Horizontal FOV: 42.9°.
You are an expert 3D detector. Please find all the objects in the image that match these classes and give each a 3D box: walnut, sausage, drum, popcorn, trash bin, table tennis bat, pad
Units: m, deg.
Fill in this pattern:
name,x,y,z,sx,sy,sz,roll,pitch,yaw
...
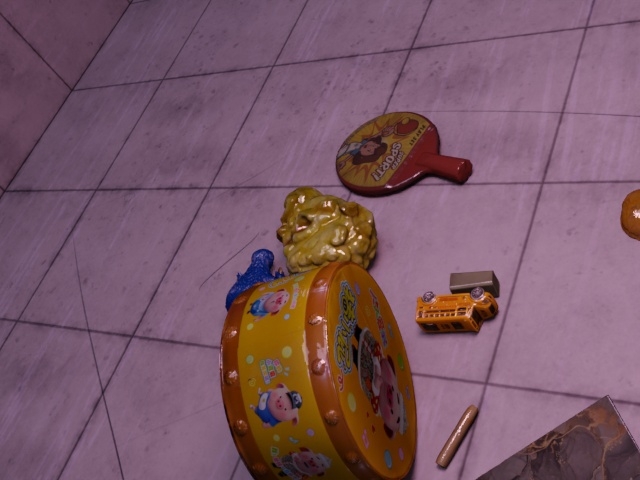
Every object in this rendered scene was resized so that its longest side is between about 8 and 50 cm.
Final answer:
name,x,y,z,sx,sy,sz,roll,pitch,yaw
walnut,0.643,-0.063,1.626,0.091,0.052,0.121,-1,56,29
sausage,0.258,0.367,1.537,0.024,0.024,0.132,19,68,42
drum,0.009,0.255,1.515,0.214,0.431,0.431,-16,47,22
popcorn,0.000,0.000,1.919,0.286,0.174,0.225,23,76,44
trash bin,0.321,0.095,1.700,0.092,0.061,0.043,-8,50,26
table tennis bat,0.204,-0.211,2.053,0.414,0.051,0.268,21,68,46
pad,0.366,0.446,1.295,0.367,0.007,0.248,-41,51,24

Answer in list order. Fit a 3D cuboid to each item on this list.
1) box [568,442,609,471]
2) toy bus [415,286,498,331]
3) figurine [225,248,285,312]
name,x,y,z,sx,sy,sz,roll,pitch,yaw
box,0.463,0.362,1.340,0.069,0.122,0.084,-40,43,-19
toy bus,0.280,0.147,1.677,0.162,0.069,0.074,-6,52,31
figurine,-0.159,0.120,1.956,0.164,0.121,0.262,-24,42,20
